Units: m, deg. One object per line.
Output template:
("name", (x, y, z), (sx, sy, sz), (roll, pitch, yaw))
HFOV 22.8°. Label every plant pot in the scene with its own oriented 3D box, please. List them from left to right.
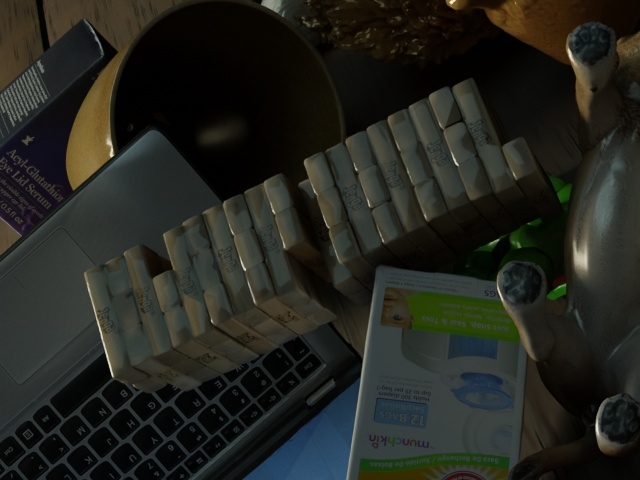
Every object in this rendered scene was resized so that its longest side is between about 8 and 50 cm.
("plant pot", (-0.142, -0.090, 1.512), (0.254, 0.237, 0.237), (-9, 47, 58))

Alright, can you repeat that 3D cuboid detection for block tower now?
("block tower", (0.000, 0.000, 1.152), (0.335, 0.091, 0.097), (-25, 66, 13))

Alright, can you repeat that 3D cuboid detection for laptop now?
("laptop", (-0.150, 0.186, 1.212), (0.382, 0.408, 0.236), (-41, 1, 5))

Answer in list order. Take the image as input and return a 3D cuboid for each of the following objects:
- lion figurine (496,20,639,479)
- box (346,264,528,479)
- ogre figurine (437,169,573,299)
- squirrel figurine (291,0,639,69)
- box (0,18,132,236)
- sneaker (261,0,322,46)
("lion figurine", (0.209, 0.004, 1.085), (0.142, 0.240, 0.392), (20, 80, 19))
("box", (0.079, 0.134, 1.082), (0.114, 0.103, 0.203), (8, 56, 4))
("ogre figurine", (0.148, 0.002, 1.209), (0.118, 0.097, 0.197), (-6, 10, 41))
("squirrel figurine", (0.169, -0.279, 1.390), (0.397, 0.281, 0.370), (-35, 44, 38))
("box", (-0.268, -0.105, 1.694), (0.207, 0.153, 0.108), (-42, 35, 6))
("sneaker", (0.002, -0.287, 1.671), (0.086, 0.085, 0.237), (0, 51, 55))
